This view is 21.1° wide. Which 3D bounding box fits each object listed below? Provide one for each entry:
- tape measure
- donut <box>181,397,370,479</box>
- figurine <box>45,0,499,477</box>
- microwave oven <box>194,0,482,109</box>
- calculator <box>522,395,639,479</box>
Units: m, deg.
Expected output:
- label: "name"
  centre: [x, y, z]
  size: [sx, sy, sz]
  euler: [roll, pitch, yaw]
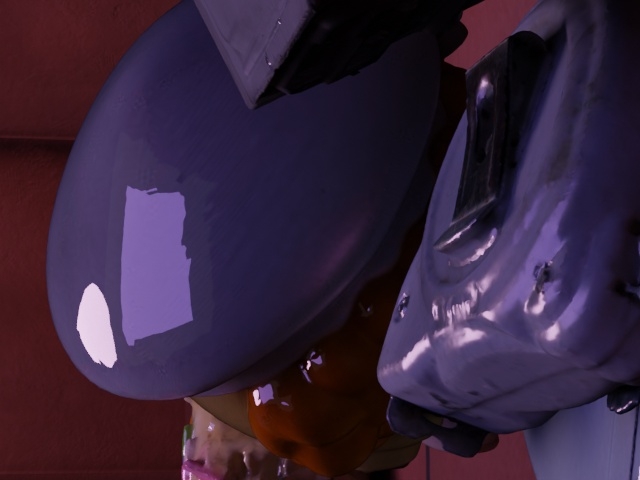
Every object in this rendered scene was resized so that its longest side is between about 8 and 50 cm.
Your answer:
- label: "tape measure"
  centre: [0.110, -0.032, 0.485]
  size: [0.330, 0.084, 0.164]
  euler: [142, 141, -64]
- label: "donut"
  centre: [-0.025, 0.064, 1.199]
  size: [0.371, 0.150, 0.307]
  euler: [96, 174, -56]
- label: "figurine"
  centre: [-0.004, 0.031, 0.825]
  size: [0.382, 0.205, 0.224]
  euler: [68, -149, -59]
- label: "microwave oven"
  centre: [0.053, -0.140, 0.509]
  size: [0.122, 0.208, 0.162]
  euler: [63, 169, 1]
- label: "calculator"
  centre: [0.120, 0.049, 0.675]
  size: [0.295, 0.042, 0.184]
  euler: [-117, 28, -73]
